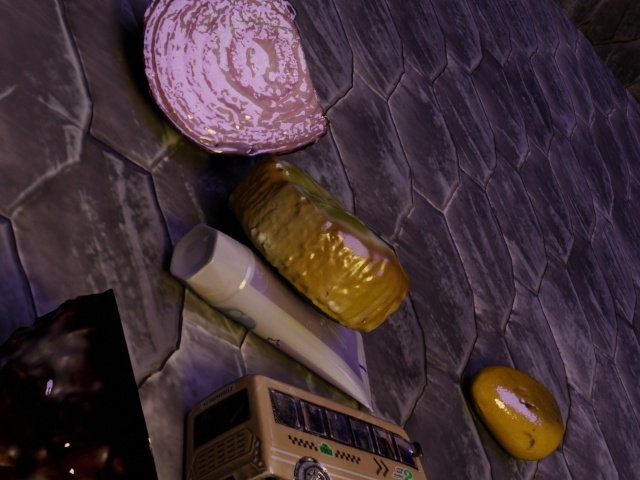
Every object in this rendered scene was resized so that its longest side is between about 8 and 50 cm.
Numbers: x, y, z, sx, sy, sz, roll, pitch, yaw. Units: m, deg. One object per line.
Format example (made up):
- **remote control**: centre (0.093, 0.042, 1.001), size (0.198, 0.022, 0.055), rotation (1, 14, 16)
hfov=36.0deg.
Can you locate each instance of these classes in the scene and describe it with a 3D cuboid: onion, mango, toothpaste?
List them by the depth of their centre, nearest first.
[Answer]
- **toothpaste**: centre (-0.035, 0.097, 1.227), size (0.371, 0.080, 0.125), rotation (37, 33, -43)
- **onion**: centre (-0.135, -0.215, 1.290), size (0.247, 0.111, 0.250), rotation (-17, 92, -35)
- **mango**: centre (0.316, 0.275, 1.592), size (0.195, 0.098, 0.137), rotation (36, 44, -30)

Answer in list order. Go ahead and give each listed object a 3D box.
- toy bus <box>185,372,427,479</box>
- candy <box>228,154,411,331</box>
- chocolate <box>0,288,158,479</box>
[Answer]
- **toy bus**: centre (-0.008, 0.255, 1.089), size (0.289, 0.139, 0.157), rotation (27, 42, -40)
- **candy**: centre (0.000, 0.000, 1.228), size (0.260, 0.118, 0.260), rotation (45, 5, -5)
- **chocolate**: centre (-0.241, 0.165, 0.842), size (0.177, 0.206, 0.224), rotation (-11, 59, -13)
